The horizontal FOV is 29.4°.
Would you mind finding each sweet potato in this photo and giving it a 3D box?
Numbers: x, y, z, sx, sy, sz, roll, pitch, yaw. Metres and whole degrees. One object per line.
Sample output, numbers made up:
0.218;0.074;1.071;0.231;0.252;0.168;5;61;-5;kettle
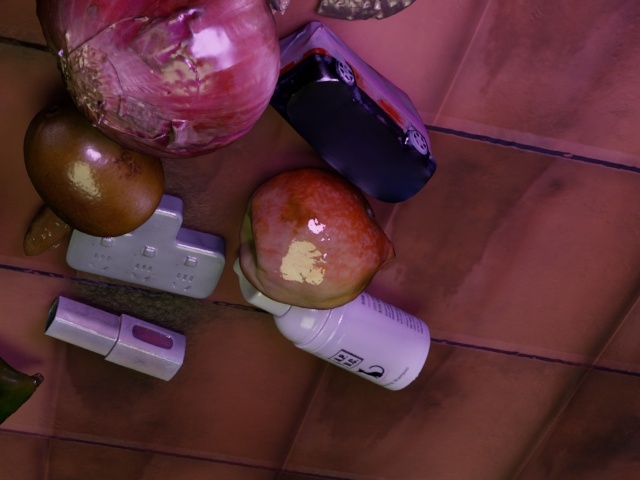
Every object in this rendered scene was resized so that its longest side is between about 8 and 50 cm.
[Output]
-0.444;-0.032;2.049;0.068;0.060;0.206;15;141;-30;sweet potato

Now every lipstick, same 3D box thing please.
-0.378;0.178;2.253;0.253;0.079;0.077;22;132;-20;lipstick

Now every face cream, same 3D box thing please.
0.009;0.137;2.166;0.369;0.145;0.145;25;130;-25;face cream

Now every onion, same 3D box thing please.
-0.217;-0.273;1.631;0.353;0.354;0.354;0;136;0;onion

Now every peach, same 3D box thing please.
0.000;0.000;1.979;0.256;0.232;0.232;2;136;-16;peach

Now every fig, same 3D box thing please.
-0.643;0.280;2.283;0.245;0.195;0.195;-2;136;-10;fig

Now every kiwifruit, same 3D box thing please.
-0.350;-0.117;1.871;0.196;0.196;0.234;-14;136;14;kiwifruit

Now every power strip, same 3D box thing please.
-0.289;0.001;2.086;0.265;0.059;0.193;14;134;-13;power strip

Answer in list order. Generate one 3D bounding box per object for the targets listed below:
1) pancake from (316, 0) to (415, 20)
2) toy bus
0.042;-0.425;1.676;0.288;0.033;0.286;12;136;-12;pancake
0.047;-0.191;1.830;0.127;0.147;0.302;-32;129;28;toy bus
